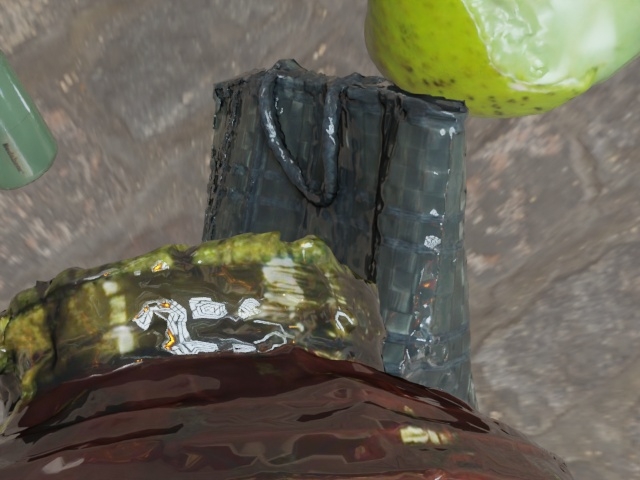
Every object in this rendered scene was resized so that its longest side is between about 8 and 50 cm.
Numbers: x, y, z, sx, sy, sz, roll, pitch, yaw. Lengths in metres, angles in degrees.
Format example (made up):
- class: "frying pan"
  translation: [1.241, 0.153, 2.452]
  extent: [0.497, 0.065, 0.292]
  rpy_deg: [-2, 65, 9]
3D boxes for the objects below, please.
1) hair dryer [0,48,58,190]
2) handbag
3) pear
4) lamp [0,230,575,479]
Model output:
- class: "hair dryer"
  translation: [-0.221, -0.040, 0.836]
  extent: [0.150, 0.047, 0.071]
  rpy_deg: [-30, 124, -6]
- class: "handbag"
  translation: [0.000, 0.000, 0.763]
  extent: [0.088, 0.270, 0.175]
  rpy_deg: [-2, 98, -25]
- class: "pear"
  translation: [0.129, -0.214, 1.048]
  extent: [0.282, 0.176, 0.286]
  rpy_deg: [-39, 105, 25]
- class: "lamp"
  translation: [-0.026, 0.119, 0.431]
  extent: [0.247, 0.247, 0.247]
  rpy_deg: [0, 83, -3]
